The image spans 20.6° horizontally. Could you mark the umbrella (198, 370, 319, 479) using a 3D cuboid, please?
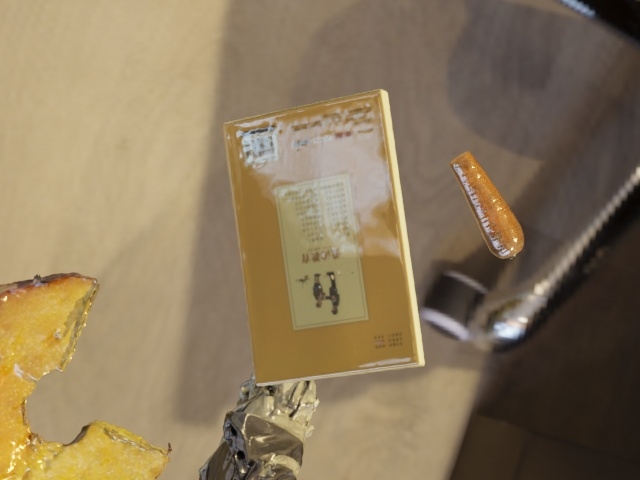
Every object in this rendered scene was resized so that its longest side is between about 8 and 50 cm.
[{"bbox_3d":[-0.077,0.274,1.699,0.106,0.113,0.357,14,45,-1],"label":"umbrella"}]

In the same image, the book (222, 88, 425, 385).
[{"bbox_3d":[0.000,0.000,1.100,0.012,0.118,0.172,-1,83,-62],"label":"book"}]

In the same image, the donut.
[{"bbox_3d":[-0.195,0.115,1.207,0.146,0.078,0.181,-24,99,-9],"label":"donut"}]

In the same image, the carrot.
[{"bbox_3d":[0.135,-0.028,1.423,0.032,0.032,0.093,-33,98,-20],"label":"carrot"}]
